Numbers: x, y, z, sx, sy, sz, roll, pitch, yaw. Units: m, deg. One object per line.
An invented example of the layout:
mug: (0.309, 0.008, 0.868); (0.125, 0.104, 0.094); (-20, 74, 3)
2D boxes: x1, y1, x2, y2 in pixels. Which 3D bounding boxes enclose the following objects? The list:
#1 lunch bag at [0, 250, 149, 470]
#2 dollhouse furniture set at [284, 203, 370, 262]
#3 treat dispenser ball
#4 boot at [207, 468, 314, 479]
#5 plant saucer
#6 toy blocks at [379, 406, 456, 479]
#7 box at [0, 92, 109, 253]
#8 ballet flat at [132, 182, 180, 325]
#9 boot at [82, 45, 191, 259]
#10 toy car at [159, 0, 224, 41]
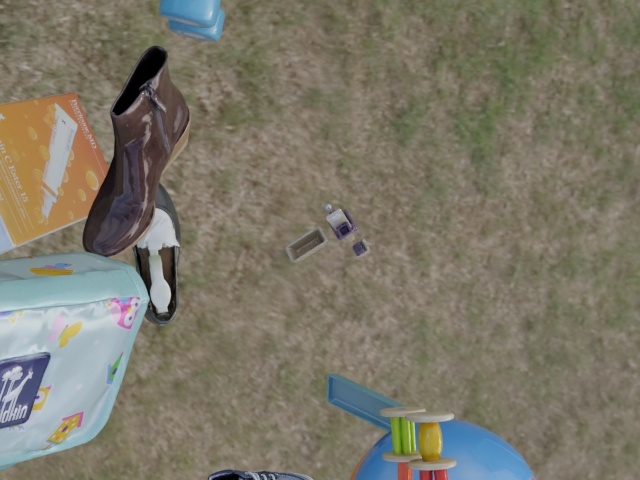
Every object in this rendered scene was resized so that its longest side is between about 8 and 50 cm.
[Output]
lunch bag: (-0.274, 0.096, 0.690); (0.223, 0.262, 0.160); (-3, 67, -55)
dollhouse furniture set: (0.000, 0.000, 1.461); (0.114, 0.091, 0.081); (-32, 150, 5)
treat dispenser ball: (0.172, 0.394, 1.355); (0.288, 0.288, 0.288); (-9, 106, -31)
boot: (-0.108, 0.448, 1.749); (0.086, 0.190, 0.069); (53, 32, -55)
plant saucer: (0.095, 0.271, 1.549); (0.018, 0.192, 0.067); (-42, 143, -41)
toy blocks: (0.108, 0.261, 1.058); (0.054, 0.123, 0.148); (-1, 85, -20)
box: (-0.503, -0.098, 1.560); (0.168, 0.345, 0.215); (-20, 97, 19)
ballet flat: (-0.294, 0.025, 1.760); (0.095, 0.096, 0.280); (-10, 106, -13)
boot: (-0.257, -0.111, 1.269); (0.248, 0.090, 0.207); (-62, 167, -21)
toy car: (-0.225, -0.393, 1.230); (0.238, 0.210, 0.219); (11, 93, -4)
